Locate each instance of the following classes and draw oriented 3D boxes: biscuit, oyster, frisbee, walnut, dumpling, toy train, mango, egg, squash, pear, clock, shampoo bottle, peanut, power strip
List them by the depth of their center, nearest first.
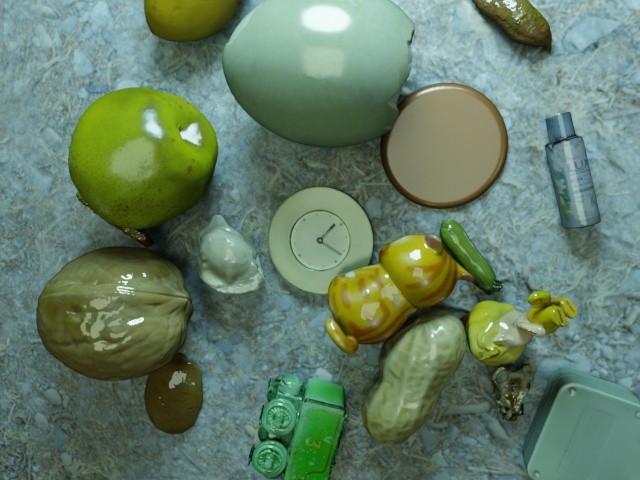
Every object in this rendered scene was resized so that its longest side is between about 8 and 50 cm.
[{"bbox_3d":[-0.009,-0.312,0.831,0.336,0.278,0.278,13,100,7],"label":"egg"},{"bbox_3d":[0.467,-0.130,0.869,0.072,0.072,0.214,-14,95,13],"label":"shampoo bottle"},{"bbox_3d":[0.560,0.406,0.897,0.261,0.141,0.229,18,102,11],"label":"power strip"},{"bbox_3d":[-0.240,-0.540,0.902,0.211,0.173,0.317,27,109,7],"label":"mango"},{"bbox_3d":[0.245,-0.188,0.931,0.250,0.021,0.251,1,98,10],"label":"frisbee"},{"bbox_3d":[-0.357,-0.163,0.932,0.294,0.294,0.294,2,98,11],"label":"pear"},{"bbox_3d":[0.301,0.036,0.938,0.052,0.052,0.183,-35,93,14],"label":"squash"},{"bbox_3d":[0.183,0.278,0.947,0.152,0.152,0.313,25,106,7],"label":"peanut"},{"bbox_3d":[0.387,0.313,0.953,0.103,0.051,0.148,-12,106,-23],"label":"oyster"},{"bbox_3d":[-0.426,0.151,0.993,0.313,0.277,0.252,-8,128,8],"label":"walnut"},{"bbox_3d":[0.000,0.000,1.005,0.235,0.029,0.235,1,97,10],"label":"clock"},{"bbox_3d":[-0.206,0.039,1.010,0.136,0.118,0.199,-36,68,12],"label":"dumpling"},{"bbox_3d":[-0.048,0.419,1.025,0.188,0.132,0.243,15,101,0],"label":"toy train"},{"bbox_3d":[-0.448,-0.036,1.039,0.206,0.126,0.025,31,77,15],"label":"biscuit"}]

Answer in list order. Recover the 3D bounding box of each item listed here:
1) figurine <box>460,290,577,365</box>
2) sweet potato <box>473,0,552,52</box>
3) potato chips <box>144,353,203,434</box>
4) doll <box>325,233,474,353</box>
[{"bbox_3d":[0.360,0.165,0.875,0.131,0.156,0.246,58,144,11],"label":"figurine"},{"bbox_3d":[0.344,-0.424,0.854,0.226,0.068,0.068,40,104,4],"label":"sweet potato"},{"bbox_3d":[-0.359,0.374,1.120,0.150,0.049,0.202,21,96,3],"label":"potato chips"},{"bbox_3d":[0.138,0.094,0.913,0.269,0.162,0.166,-43,128,11],"label":"doll"}]
